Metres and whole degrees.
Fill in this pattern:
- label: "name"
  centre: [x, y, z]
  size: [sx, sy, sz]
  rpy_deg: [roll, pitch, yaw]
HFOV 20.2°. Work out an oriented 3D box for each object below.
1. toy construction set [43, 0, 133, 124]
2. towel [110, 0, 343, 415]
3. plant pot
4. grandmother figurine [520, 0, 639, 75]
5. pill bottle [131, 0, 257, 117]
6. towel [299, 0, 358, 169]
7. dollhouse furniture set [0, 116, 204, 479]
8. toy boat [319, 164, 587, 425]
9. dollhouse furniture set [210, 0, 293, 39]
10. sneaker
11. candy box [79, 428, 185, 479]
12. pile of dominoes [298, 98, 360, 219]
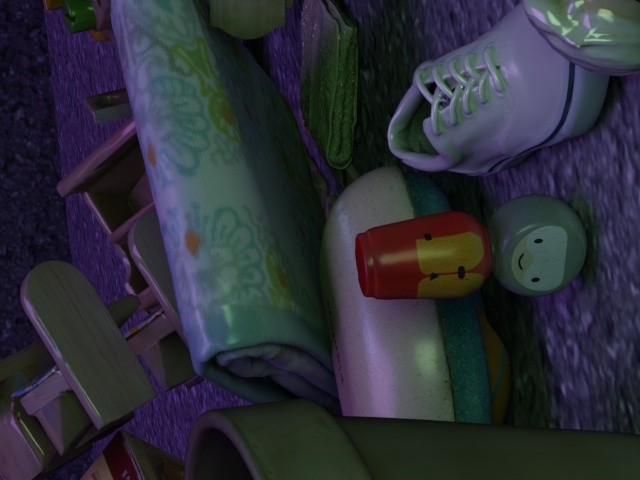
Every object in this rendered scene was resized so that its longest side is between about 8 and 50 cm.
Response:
- label: "toy construction set"
  centre: [-0.161, -0.237, 1.716]
  size: [0.257, 0.309, 0.237]
  rpy_deg: [9, 121, 44]
- label: "towel"
  centre: [-0.062, -0.019, 1.485]
  size: [0.374, 0.090, 0.320]
  rpy_deg: [46, -156, -70]
- label: "plant pot"
  centre: [0.092, 0.236, 1.072]
  size: [0.323, 0.280, 0.323]
  rpy_deg: [171, 90, -75]
- label: "grandmother figurine"
  centre: [0.172, -0.203, 0.893]
  size: [0.342, 0.104, 0.208]
  rpy_deg: [99, -177, -56]
- label: "pill bottle"
  centre: [-0.130, -0.133, 1.896]
  size: [0.136, 0.136, 0.246]
  rpy_deg: [-130, 34, -61]
- label: "towel"
  centre: [0.005, -0.149, 1.613]
  size: [0.110, 0.027, 0.148]
  rpy_deg: [-121, 27, -54]
- label: "dollhouse furniture set"
  centre: [-0.236, 0.057, 1.705]
  size: [0.362, 0.394, 0.256]
  rpy_deg: [-36, 85, 44]
- label: "toy boat"
  centre: [0.089, 0.053, 1.277]
  size: [0.318, 0.148, 0.267]
  rpy_deg: [102, 159, -70]
- label: "dollhouse furniture set"
  centre: [-0.007, -0.248, 1.426]
  size: [0.182, 0.161, 0.101]
  rpy_deg: [-93, 3, -53]
- label: "sneaker"
  centre: [0.110, -0.093, 1.162]
  size: [0.258, 0.091, 0.094]
  rpy_deg: [125, 133, -68]
- label: "candy box"
  centre: [-0.065, 0.311, 1.650]
  size: [0.087, 0.316, 0.183]
  rpy_deg: [-52, 31, 10]
- label: "pile of dominoes"
  centre: [0.000, 0.000, 1.698]
  size: [0.251, 0.040, 0.196]
  rpy_deg: [-120, 26, -53]
